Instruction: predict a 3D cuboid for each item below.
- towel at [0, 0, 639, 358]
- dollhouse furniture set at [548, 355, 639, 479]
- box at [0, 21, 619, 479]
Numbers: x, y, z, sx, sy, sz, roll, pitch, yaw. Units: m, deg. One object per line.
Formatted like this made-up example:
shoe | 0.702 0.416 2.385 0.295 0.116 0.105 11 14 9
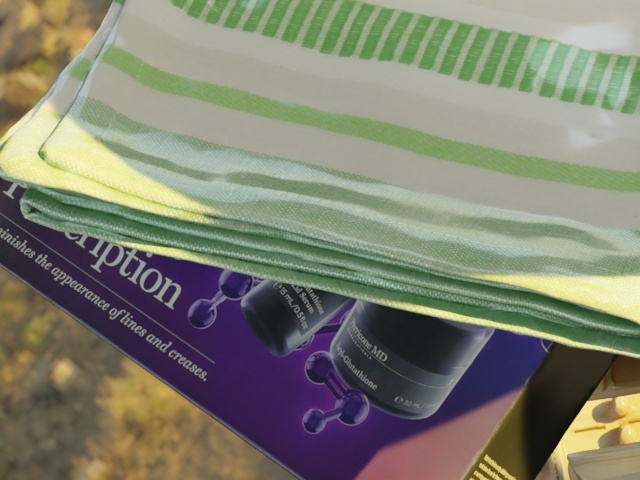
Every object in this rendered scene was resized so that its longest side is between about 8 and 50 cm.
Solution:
towel | 0.039 -0.098 0.777 0.325 0.247 0.038 -68 -13 -46
dollhouse furniture set | 0.255 0.057 1.150 0.256 0.394 0.362 -10 66 4
box | 0.000 0.000 0.861 0.261 0.103 0.184 32 83 24
